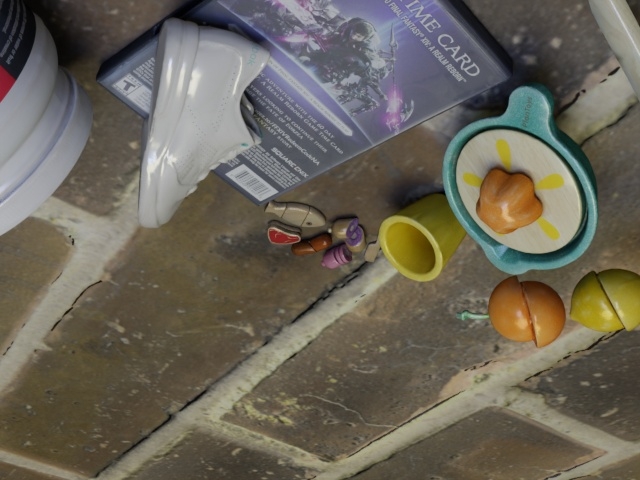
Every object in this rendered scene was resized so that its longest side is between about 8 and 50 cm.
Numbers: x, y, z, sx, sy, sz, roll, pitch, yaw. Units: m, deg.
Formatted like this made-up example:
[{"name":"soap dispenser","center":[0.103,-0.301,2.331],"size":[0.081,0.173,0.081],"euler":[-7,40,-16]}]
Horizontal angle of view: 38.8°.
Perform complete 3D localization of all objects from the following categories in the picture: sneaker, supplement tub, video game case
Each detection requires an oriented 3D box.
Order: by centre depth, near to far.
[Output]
[{"name":"supplement tub","center":[-0.307,-0.137,0.621],"size":[0.191,0.191,0.272],"euler":[-15,138,25]},{"name":"video game case","center":[-0.017,-0.134,0.722],"size":[0.274,0.026,0.196],"euler":[-25,133,33]},{"name":"sneaker","center":[-0.096,-0.079,0.730],"size":[0.094,0.080,0.212],"euler":[5,143,-17]}]

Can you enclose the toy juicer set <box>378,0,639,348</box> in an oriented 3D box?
[{"name":"toy juicer set","center":[0.184,-0.014,0.707],"size":[0.209,0.089,0.329],"euler":[46,143,7]}]

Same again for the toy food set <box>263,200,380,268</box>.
[{"name":"toy food set","center":[0.000,0.000,0.897],"size":[0.122,0.019,0.078],"euler":[11,142,-6]}]
